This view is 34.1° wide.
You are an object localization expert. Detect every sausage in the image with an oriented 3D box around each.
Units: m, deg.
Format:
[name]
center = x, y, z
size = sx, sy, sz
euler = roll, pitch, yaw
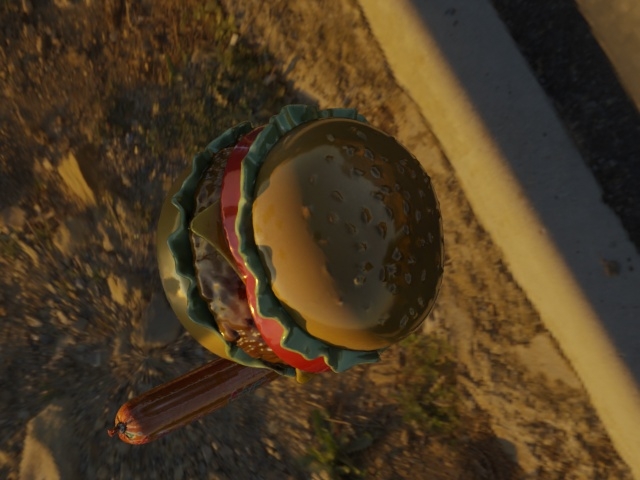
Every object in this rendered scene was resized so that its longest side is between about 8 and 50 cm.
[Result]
[sausage]
center = -0.096, 0.154, 1.199
size = 0.347, 0.053, 0.053
euler = -22, 87, -40

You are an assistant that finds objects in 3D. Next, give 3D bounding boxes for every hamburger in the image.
[hamburger]
center = 0.000, 0.000, 1.016
size = 0.274, 0.212, 0.274
euler = 12, 73, -45
